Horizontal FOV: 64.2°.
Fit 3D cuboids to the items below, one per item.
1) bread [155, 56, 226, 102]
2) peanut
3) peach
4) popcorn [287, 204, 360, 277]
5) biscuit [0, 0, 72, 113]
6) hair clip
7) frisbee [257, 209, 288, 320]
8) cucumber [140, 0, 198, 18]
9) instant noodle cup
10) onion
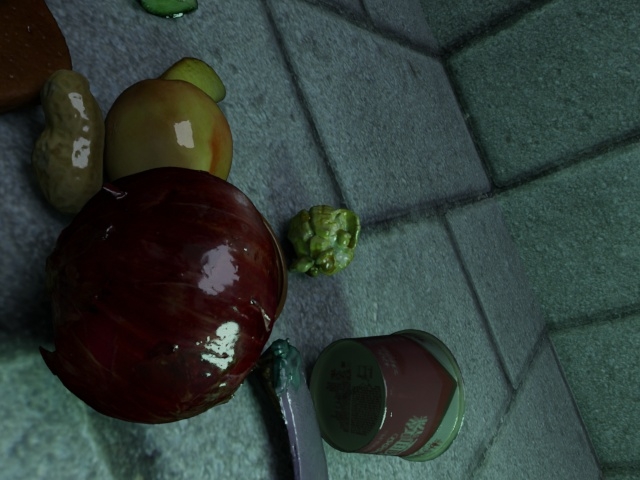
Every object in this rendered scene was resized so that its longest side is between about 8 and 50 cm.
[{"bbox_3d":[-0.215,-0.219,0.849,0.149,0.065,0.187,62,29,-28],"label":"bread"},{"bbox_3d":[-0.302,-0.116,0.611,0.080,0.080,0.174,-6,100,-56],"label":"peanut"},{"bbox_3d":[-0.205,-0.131,0.693,0.184,0.184,0.184,32,47,-42],"label":"peach"},{"bbox_3d":[0.000,0.000,0.976,0.135,0.162,0.141,39,1,18],"label":"popcorn"},{"bbox_3d":[-0.433,-0.255,0.565,0.262,0.052,0.277,56,34,-10],"label":"biscuit"},{"bbox_3d":[-0.032,0.322,0.783,0.096,0.110,0.358,-18,91,-17],"label":"hair clip"},{"bbox_3d":[-0.143,0.034,0.834,0.251,0.021,0.250,31,49,-43],"label":"frisbee"},{"bbox_3d":[-0.277,-0.447,0.886,0.116,0.062,0.115,11,64,-60],"label":"cucumber"},{"bbox_3d":[0.103,0.265,0.881,0.179,0.235,0.234,13,60,-40],"label":"instant noodle cup"},{"bbox_3d":[-0.167,0.059,0.565,0.276,0.276,0.276,32,47,-42],"label":"onion"}]
